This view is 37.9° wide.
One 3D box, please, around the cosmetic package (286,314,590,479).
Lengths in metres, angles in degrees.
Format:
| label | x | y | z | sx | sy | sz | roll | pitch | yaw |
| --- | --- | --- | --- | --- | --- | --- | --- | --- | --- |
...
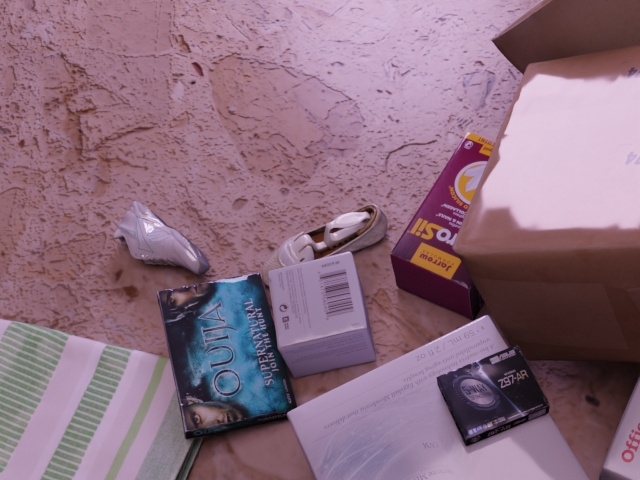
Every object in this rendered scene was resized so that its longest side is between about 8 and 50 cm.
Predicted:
| label | x | y | z | sx | sy | sz | roll | pitch | yaw |
| --- | --- | --- | --- | --- | --- | --- | --- | --- | --- |
| cosmetic package | 0.119 | 0.233 | 0.898 | 0.224 | 0.138 | 0.225 | -26 | 59 | -4 |

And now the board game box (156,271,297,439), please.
| label | x | y | z | sx | sy | sz | roll | pitch | yaw |
| --- | --- | --- | --- | --- | --- | --- | --- | --- | --- |
| board game box | -0.109 | 0.127 | 1.055 | 0.126 | 0.026 | 0.186 | -11 | 54 | -12 |

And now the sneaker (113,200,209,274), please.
| label | x | y | z | sx | sy | sz | roll | pitch | yaw |
| --- | --- | --- | --- | --- | --- | --- | --- | --- | --- |
| sneaker | -0.197 | 0.010 | 1.157 | 0.152 | 0.054 | 0.061 | 33 | 80 | 33 |

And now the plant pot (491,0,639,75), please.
| label | x | y | z | sx | sy | sz | roll | pitch | yaw |
| --- | --- | --- | --- | --- | --- | --- | --- | --- | --- |
| plant pot | 0.370 | -0.243 | 1.081 | 0.284 | 0.284 | 0.191 | -38 | 95 | -11 |

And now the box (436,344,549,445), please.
| label | x | y | z | sx | sy | sz | roll | pitch | yaw |
| --- | --- | --- | --- | --- | --- | --- | --- | --- | --- |
| box | 0.157 | 0.141 | 0.852 | 0.083 | 0.018 | 0.067 | -21 | 57 | -2 |

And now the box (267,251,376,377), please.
| label | x | y | z | sx | sy | sz | roll | pitch | yaw |
| --- | --- | --- | --- | --- | --- | --- | --- | --- | --- |
| box | 0.002 | 0.084 | 1.042 | 0.101 | 0.087 | 0.101 | -14 | 57 | 5 |

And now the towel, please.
| label | x | y | z | sx | sy | sz | roll | pitch | yaw |
| --- | --- | --- | --- | --- | --- | --- | --- | --- | --- |
| towel | -0.298 | 0.217 | 1.044 | 0.324 | 0.038 | 0.248 | 12 | 59 | 16 |

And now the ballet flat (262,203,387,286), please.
| label | x | y | z | sx | sy | sz | roll | pitch | yaw |
| --- | --- | --- | --- | --- | --- | --- | --- | --- | --- |
| ballet flat | 0.000 | 0.000 | 1.114 | 0.168 | 0.052 | 0.057 | -26 | 58 | -4 |

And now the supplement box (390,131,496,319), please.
| label | x | y | z | sx | sy | sz | roll | pitch | yaw |
| --- | --- | --- | --- | --- | --- | --- | --- | --- | --- |
| supplement box | 0.172 | -0.018 | 1.071 | 0.104 | 0.081 | 0.188 | 24 | 67 | 24 |

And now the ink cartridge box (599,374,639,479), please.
| label | x | y | z | sx | sy | sz | roll | pitch | yaw |
| --- | --- | --- | --- | --- | --- | --- | --- | --- | --- |
| ink cartridge box | 0.361 | 0.212 | 0.862 | 0.176 | 0.127 | 0.128 | 23 | 66 | 24 |

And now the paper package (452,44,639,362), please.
| label | x | y | z | sx | sy | sz | roll | pitch | yaw |
| --- | --- | --- | --- | --- | --- | --- | --- | --- | --- |
| paper package | 0.334 | -0.045 | 0.882 | 0.324 | 0.168 | 0.310 | -5 | 43 | 38 |
